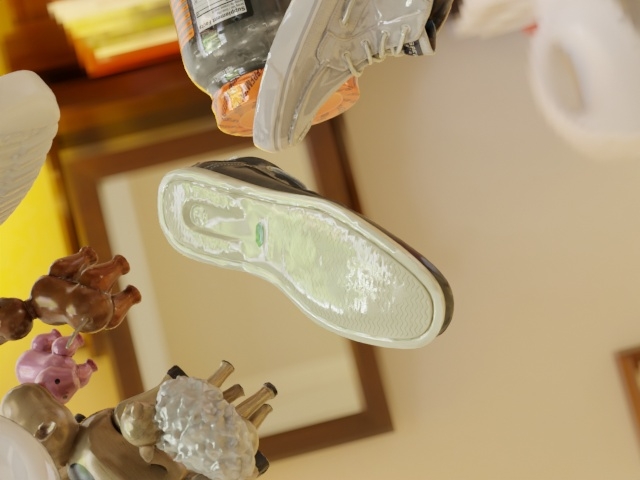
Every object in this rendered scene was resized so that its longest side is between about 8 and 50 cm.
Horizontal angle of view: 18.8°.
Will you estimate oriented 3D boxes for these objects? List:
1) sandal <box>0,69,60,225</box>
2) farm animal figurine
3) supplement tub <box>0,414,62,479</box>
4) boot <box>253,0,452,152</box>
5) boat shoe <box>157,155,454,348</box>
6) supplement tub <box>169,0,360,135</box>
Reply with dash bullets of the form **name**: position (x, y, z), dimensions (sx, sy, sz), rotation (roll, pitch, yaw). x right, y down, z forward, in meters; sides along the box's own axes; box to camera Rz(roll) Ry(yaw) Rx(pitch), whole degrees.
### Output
- **sandal**: position (-0.327, -0.053, 1.625), dimensions (0.169, 0.102, 0.416), rotation (-25, 171, -38)
- **farm animal figurine**: position (-0.199, 0.191, 1.723), dimensions (0.172, 0.327, 0.330), rotation (-38, 151, -32)
- **supplement tub**: position (-0.270, 0.283, 1.419), dimensions (0.194, 0.193, 0.316), rotation (-12, 138, -13)
- **boot**: position (0.037, -0.176, 1.659), dimensions (0.123, 0.258, 0.095), rotation (25, -163, 11)
- **boat shoe**: position (0.000, 0.000, 1.268), dimensions (0.233, 0.084, 0.079), rotation (25, -154, 35)
- **supplement tub**: position (-0.071, -0.301, 2.164), dimensions (0.207, 0.338, 0.207), rotation (-13, 168, -3)
